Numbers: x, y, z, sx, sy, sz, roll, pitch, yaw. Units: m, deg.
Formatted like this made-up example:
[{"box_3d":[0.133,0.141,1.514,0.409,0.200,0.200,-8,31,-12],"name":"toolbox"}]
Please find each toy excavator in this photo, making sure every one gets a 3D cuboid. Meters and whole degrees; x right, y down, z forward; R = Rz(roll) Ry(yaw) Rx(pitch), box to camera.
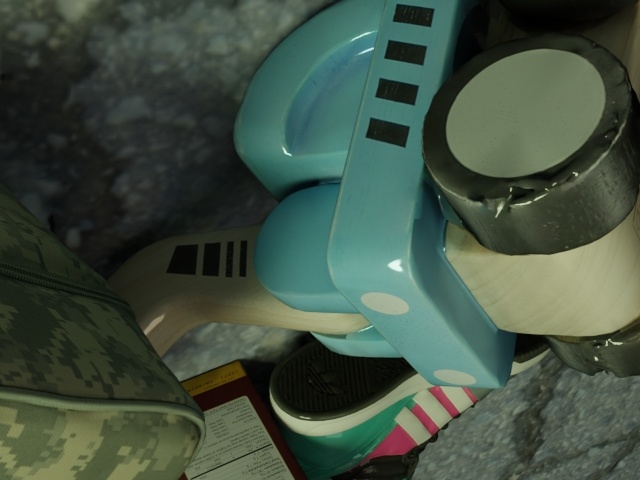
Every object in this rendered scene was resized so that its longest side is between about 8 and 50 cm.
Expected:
[{"box_3d":[0.000,0.000,0.605,0.222,0.445,0.432,45,51,-48],"name":"toy excavator"}]

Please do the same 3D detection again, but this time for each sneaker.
[{"box_3d":[0.085,0.160,0.865,0.296,0.124,0.178,-15,134,-24],"name":"sneaker"}]

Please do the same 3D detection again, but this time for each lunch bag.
[{"box_3d":[-0.257,0.096,0.473,0.305,0.256,0.213,-49,148,11],"name":"lunch bag"}]

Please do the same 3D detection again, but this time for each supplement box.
[{"box_3d":[-0.081,0.250,0.778,0.129,0.194,0.191,-20,136,-19],"name":"supplement box"}]
